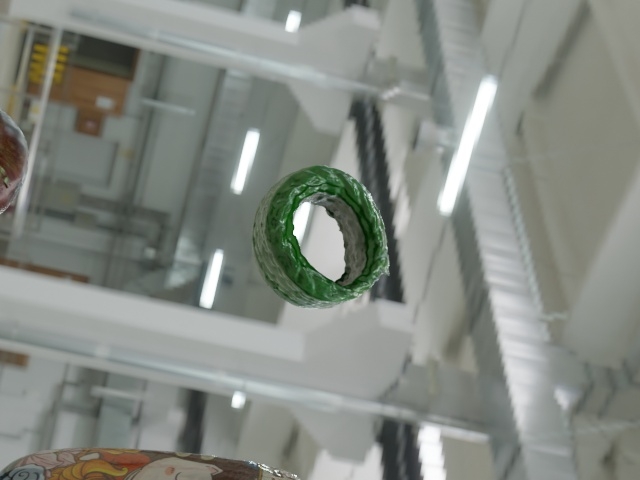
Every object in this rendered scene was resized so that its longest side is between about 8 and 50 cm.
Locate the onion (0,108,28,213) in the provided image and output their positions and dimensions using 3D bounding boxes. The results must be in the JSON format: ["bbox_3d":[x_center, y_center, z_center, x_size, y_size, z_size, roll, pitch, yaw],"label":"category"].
[{"bbox_3d":[-0.332,-0.077,1.346,0.118,0.117,0.118,-40,180,0],"label":"onion"}]

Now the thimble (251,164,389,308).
[{"bbox_3d":[0.000,0.000,1.300,0.118,0.130,0.090,-52,-173,-17],"label":"thimble"}]

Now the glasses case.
[{"bbox_3d":[-0.165,0.260,1.372,0.122,0.321,0.082,-70,161,-64],"label":"glasses case"}]
